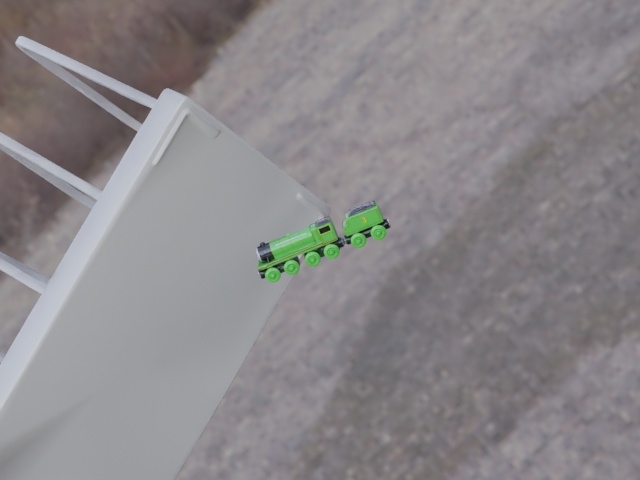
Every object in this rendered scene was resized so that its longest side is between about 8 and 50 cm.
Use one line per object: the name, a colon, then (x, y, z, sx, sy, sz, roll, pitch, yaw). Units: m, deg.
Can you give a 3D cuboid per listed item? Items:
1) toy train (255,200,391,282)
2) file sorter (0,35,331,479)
toy train: (0.000, 0.000, 1.010, 0.083, 0.023, 0.017, -21, 19, 6)
file sorter: (-0.165, 0.034, 1.119, 0.173, 0.193, 0.277, 28, 85, 33)
